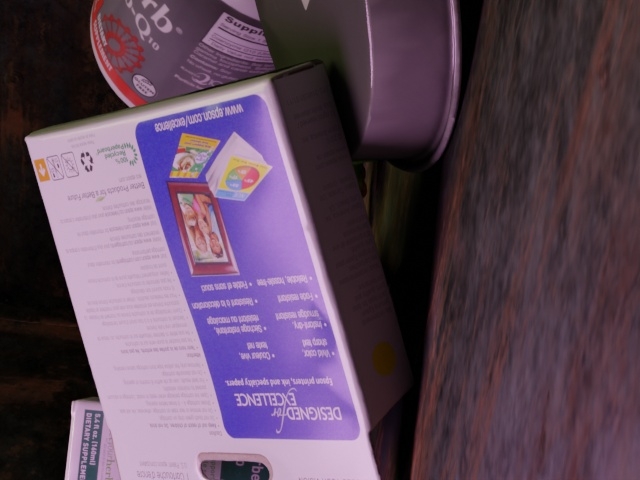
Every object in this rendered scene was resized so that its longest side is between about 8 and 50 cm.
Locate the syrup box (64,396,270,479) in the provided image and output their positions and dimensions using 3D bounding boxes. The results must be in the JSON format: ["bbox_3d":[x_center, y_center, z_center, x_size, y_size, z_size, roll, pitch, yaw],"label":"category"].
[{"bbox_3d":[-0.085,0.186,1.288,0.096,0.236,0.093,88,-172,-86],"label":"syrup box"}]

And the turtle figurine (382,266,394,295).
[{"bbox_3d":[-0.037,0.032,1.272,0.234,0.118,0.175,27,135,47],"label":"turtle figurine"}]

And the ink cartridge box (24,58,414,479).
[{"bbox_3d":[-0.071,0.047,1.114,0.303,0.072,0.307,-7,103,48],"label":"ink cartridge box"}]

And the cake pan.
[{"bbox_3d":[0.010,-0.182,1.032,0.293,0.054,0.293,165,90,-75],"label":"cake pan"}]

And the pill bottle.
[{"bbox_3d":[-0.065,-0.257,1.427,0.363,0.210,0.210,139,141,-57],"label":"pill bottle"}]

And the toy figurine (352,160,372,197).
[{"bbox_3d":[0.000,0.000,1.418,0.173,0.130,0.159,-21,-71,-70],"label":"toy figurine"}]
